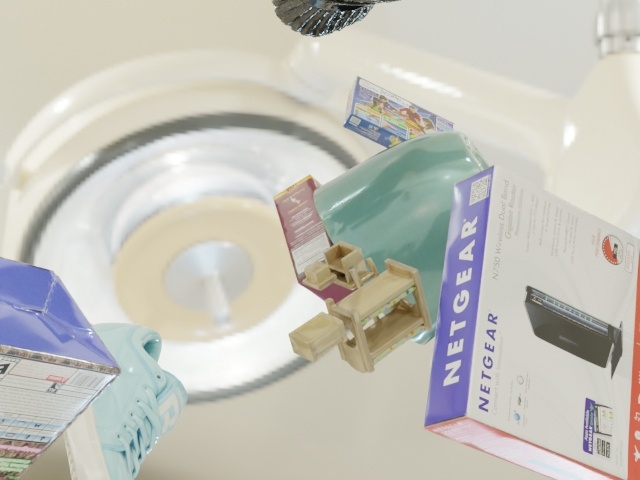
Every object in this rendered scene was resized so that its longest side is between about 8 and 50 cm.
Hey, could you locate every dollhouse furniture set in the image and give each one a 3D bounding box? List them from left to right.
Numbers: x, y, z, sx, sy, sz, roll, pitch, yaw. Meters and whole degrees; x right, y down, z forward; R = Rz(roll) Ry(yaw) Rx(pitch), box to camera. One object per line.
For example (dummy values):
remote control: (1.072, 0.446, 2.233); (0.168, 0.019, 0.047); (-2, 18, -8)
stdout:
dollhouse furniture set: (0.017, 0.102, 1.688); (0.182, 0.101, 0.161); (-32, 32, -27)

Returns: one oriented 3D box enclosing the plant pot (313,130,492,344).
plant pot: (0.170, -0.026, 2.018); (0.235, 0.293, 0.293); (-35, -28, 13)

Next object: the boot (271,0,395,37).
boot: (0.120, -0.393, 1.964); (0.348, 0.131, 0.260); (6, -20, -15)

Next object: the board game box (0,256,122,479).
board game box: (-0.379, 0.157, 1.251); (0.291, 0.141, 0.232); (-45, -28, 12)

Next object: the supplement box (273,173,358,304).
supplement box: (0.000, 0.000, 2.176); (0.081, 0.188, 0.104); (-32, -40, 18)

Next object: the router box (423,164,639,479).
router box: (0.286, 0.118, 1.656); (0.301, 0.335, 0.082); (24, -29, -28)

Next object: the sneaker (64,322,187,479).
sneaker: (-0.235, 0.208, 1.622); (0.150, 0.366, 0.135); (-8, -55, -7)

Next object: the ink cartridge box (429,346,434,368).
ink cartridge box: (0.305, 0.220, 2.272); (0.148, 0.086, 0.203); (0, 20, -30)

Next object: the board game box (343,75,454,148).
board game box: (0.141, -0.205, 2.357); (0.201, 0.136, 0.035); (25, -55, -10)
